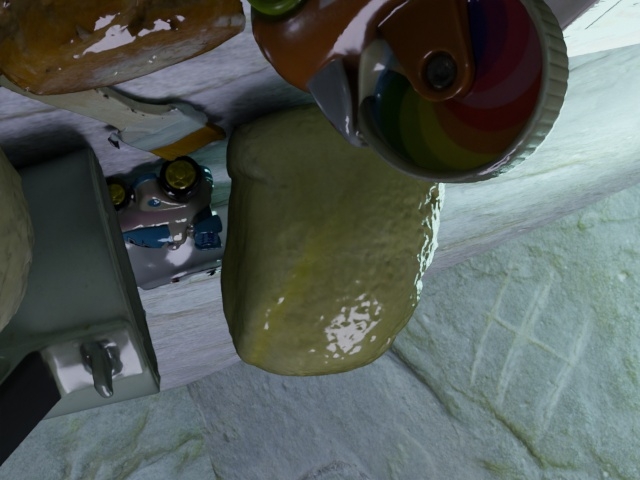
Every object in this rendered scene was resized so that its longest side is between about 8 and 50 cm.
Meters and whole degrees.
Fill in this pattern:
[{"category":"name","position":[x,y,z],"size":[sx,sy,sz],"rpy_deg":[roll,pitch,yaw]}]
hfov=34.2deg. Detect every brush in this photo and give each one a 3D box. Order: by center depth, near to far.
[{"category":"brush","position":[-0.182,-0.118,0.935],"size":[0.085,0.020,0.336],"rpy_deg":[-21,169,14]}]

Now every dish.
[{"category":"dish","position":[-0.190,0.019,1.359],"size":[0.229,0.081,0.229],"rpy_deg":[-17,180,0]}]

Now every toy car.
[{"category":"toy car","position":[0.072,-0.141,0.735],"size":[0.235,0.235,0.145],"rpy_deg":[-25,168,30]},{"category":"toy car","position":[-0.190,-0.024,1.182],"size":[0.161,0.098,0.126],"rpy_deg":[-19,168,-12]}]

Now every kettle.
[{"category":"kettle","position":[-0.353,0.107,0.958],"size":[0.376,0.361,0.250],"rpy_deg":[-15,129,-7]}]

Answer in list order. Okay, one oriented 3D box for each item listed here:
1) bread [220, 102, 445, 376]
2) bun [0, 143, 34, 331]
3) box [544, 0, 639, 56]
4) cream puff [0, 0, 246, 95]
[{"category":"bread","position":[0.012,0.001,1.127],"size":[0.237,0.320,0.320],"rpy_deg":[3,169,-1]},{"category":"bun","position":[-0.348,0.045,0.704],"size":[0.349,0.227,0.352],"rpy_deg":[-51,168,30]},{"category":"box","position":[0.366,-0.271,1.064],"size":[0.273,0.048,0.265],"rpy_deg":[-14,168,-24]},{"category":"cream puff","position":[-0.123,-0.153,0.599],"size":[0.165,0.115,0.150],"rpy_deg":[-22,-179,-43]}]
